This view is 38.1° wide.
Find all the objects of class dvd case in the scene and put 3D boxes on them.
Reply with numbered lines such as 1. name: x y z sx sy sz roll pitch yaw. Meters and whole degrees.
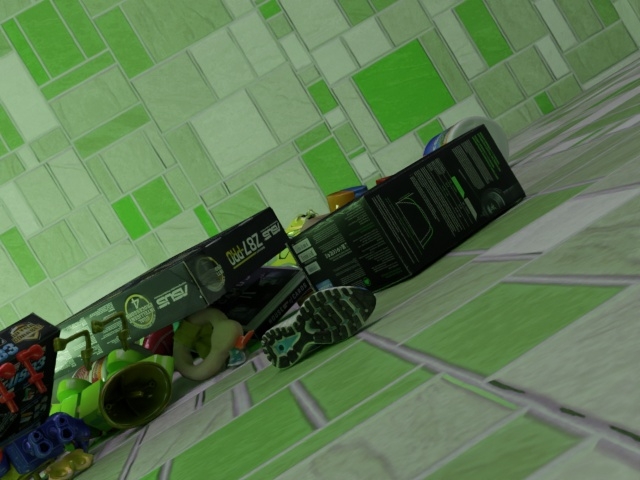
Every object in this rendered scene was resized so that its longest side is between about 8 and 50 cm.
1. dvd case: -0.138 0.112 1.744 0.239 0.029 0.179 2 39 47

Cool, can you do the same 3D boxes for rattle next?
1. rattle: -0.144 0.185 1.534 0.200 0.143 0.130 -11 47 38

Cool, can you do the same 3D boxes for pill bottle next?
1. pill bottle: 0.329 -0.196 2.217 0.152 0.152 0.272 -32 2 -15
2. pill bottle: -0.401 0.278 1.750 0.221 0.121 0.121 -29 3 46

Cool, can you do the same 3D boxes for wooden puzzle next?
1. wooden puzzle: 0.146 -0.089 1.915 0.348 0.080 0.322 -23 11 -16

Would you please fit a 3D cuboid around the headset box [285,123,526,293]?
1. headset box: 0.132 -0.037 1.407 0.283 0.131 0.246 -32 2 -33

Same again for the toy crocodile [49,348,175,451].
1. toy crocodile: -0.361 0.278 1.569 0.341 0.105 0.115 -29 44 31

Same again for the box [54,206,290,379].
1. box: -0.282 0.092 1.667 0.395 0.097 0.318 -26 4 29

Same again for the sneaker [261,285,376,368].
1. sneaker: 0.002 0.093 1.104 0.162 0.063 0.073 -30 -1 32

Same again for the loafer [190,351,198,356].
1. loafer: -0.254 0.207 2.088 0.109 0.095 0.302 -60 1 -30

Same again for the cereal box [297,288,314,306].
1. cereal box: 0.030 0.058 1.850 0.173 0.047 0.240 -31 1 6

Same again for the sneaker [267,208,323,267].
1. sneaker: 0.000 0.000 2.138 0.385 0.147 0.145 -18 8 40

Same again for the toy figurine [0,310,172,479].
1. toy figurine: -0.427 0.276 1.383 0.363 0.191 0.217 -31 -4 -43

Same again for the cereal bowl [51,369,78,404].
1. cereal bowl: -0.616 0.354 1.963 0.339 0.141 0.339 -5 -17 -2

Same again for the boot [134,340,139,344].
1. boot: -0.496 0.226 1.950 0.165 0.077 0.213 13 -31 -43

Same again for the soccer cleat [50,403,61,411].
1. soccer cleat: -0.525 0.378 1.712 0.121 0.093 0.289 -21 7 19

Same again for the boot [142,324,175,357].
1. boot: -0.393 0.287 2.148 0.244 0.089 0.176 105 -176 -59

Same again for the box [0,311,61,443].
1. box: -0.529 0.296 1.406 0.295 0.073 0.293 -39 -32 -56

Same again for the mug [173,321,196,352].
1. mug: -0.228 0.163 1.873 0.130 0.097 0.157 11 -41 -25
